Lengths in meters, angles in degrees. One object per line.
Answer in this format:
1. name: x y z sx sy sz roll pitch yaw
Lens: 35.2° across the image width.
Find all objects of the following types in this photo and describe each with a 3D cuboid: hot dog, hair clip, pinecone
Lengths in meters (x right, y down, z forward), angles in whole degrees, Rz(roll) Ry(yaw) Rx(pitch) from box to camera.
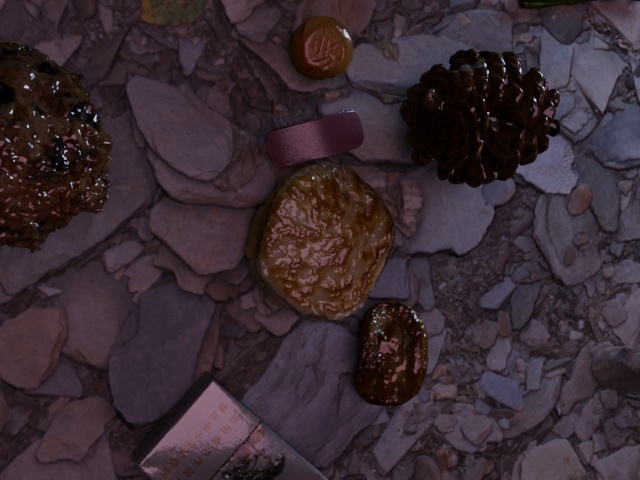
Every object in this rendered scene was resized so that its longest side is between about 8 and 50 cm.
1. hot dog: 0.096 0.156 1.379 0.099 0.065 0.147 9 94 -7
2. hair clip: -0.005 -0.136 1.346 0.137 0.022 0.054 -17 102 -15
3. pinecone: 0.224 -0.166 1.332 0.212 0.169 0.186 -14 57 -20

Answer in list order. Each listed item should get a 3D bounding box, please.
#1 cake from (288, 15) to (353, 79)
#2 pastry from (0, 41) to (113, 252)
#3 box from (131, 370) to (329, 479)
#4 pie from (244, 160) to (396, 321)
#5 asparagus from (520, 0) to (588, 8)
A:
1. cake: 0.000 -0.252 1.327 0.084 0.044 0.084 -2 97 -18
2. pastry: -0.372 -0.103 1.161 0.275 0.275 0.193 20 130 -17
3. box: -0.111 0.305 1.328 0.233 0.067 0.149 44 84 -15
4. pie: 0.000 0.000 1.326 0.179 0.084 0.205 25 85 -18
5. asparagus: 0.392 -0.349 1.447 0.232 0.022 0.023 -6 52 -14
